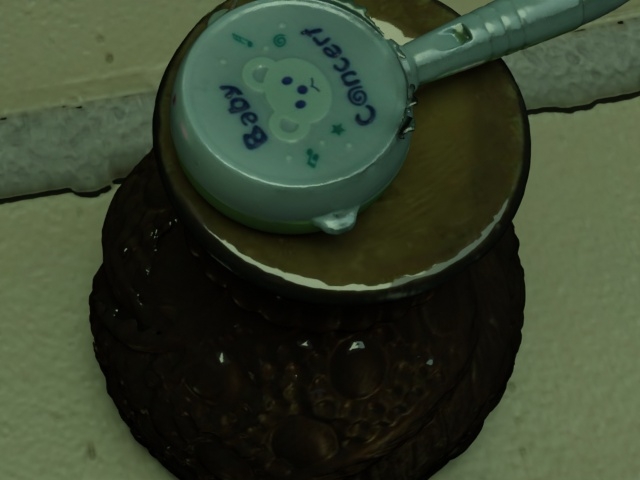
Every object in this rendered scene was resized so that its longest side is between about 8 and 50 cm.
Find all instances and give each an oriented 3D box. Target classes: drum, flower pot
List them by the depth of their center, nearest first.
[{"bbox_3d":[0.052,-0.071,0.812,0.253,0.049,0.130,-10,65,-10],"label":"drum"},{"bbox_3d":[0.000,0.000,0.947,0.266,0.267,0.267,2,65,-5],"label":"flower pot"}]
